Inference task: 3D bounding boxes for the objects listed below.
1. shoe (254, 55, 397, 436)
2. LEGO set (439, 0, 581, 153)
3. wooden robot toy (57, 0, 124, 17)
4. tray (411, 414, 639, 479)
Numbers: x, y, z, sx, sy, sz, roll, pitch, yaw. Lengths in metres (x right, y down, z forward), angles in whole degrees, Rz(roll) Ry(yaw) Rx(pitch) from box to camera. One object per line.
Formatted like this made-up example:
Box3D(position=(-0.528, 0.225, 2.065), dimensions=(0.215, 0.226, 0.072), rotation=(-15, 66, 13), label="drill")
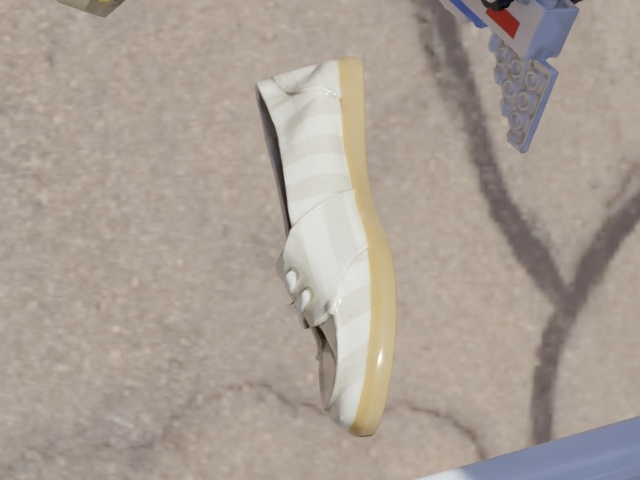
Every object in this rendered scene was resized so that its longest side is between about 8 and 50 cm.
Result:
Box3D(position=(0.000, 0.000, 0.788), dimensions=(0.058, 0.076, 0.219), rotation=(0, 55, -7), label="shoe")
Box3D(position=(0.005, -0.125, 0.515), dimensions=(0.244, 0.182, 0.060), rotation=(-65, 176, -55), label="LEGO set")
Box3D(position=(-0.126, -0.164, 0.652), dimensions=(0.173, 0.076, 0.079), rotation=(53, 15, -63), label="wooden robot toy")
Box3D(position=(0.127, 0.204, 1.030), dimensions=(0.270, 0.030, 0.145), rotation=(-16, 121, 2), label="tray")
